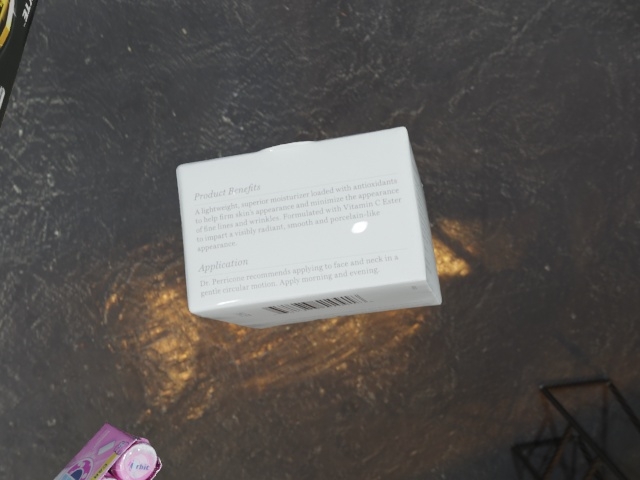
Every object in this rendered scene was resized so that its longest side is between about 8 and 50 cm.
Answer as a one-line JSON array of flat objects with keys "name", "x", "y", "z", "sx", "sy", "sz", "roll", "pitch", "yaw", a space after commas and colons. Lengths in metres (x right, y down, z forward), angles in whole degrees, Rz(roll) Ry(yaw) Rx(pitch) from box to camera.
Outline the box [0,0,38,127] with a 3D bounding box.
[{"name": "box", "x": -0.385, "y": -0.269, "z": 0.763, "sx": 0.079, "sy": 0.322, "sz": 0.257, "roll": 6, "pitch": 159, "yaw": 2}]

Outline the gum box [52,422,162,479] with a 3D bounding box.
[{"name": "gum box", "x": -0.307, "y": 0.338, "z": 0.986, "sx": 0.188, "sy": 0.107, "sz": 0.062, "roll": -49, "pitch": 117, "yaw": -25}]

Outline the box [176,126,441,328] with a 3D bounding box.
[{"name": "box", "x": 0.000, "y": 0.000, "z": 0.614, "sx": 0.181, "sy": 0.119, "sz": 0.182, "roll": -8, "pitch": 168, "yaw": 11}]
